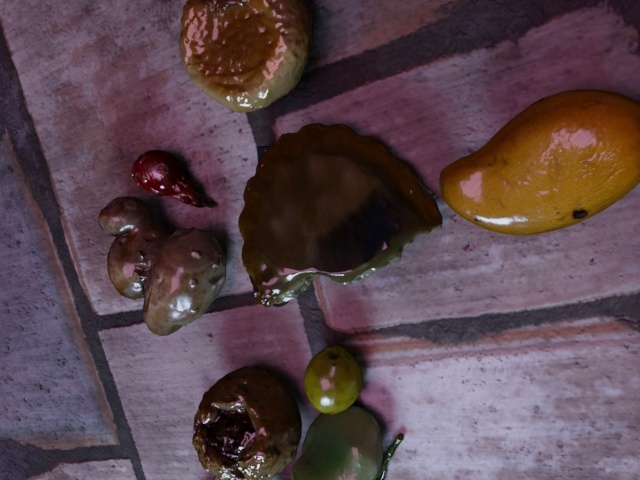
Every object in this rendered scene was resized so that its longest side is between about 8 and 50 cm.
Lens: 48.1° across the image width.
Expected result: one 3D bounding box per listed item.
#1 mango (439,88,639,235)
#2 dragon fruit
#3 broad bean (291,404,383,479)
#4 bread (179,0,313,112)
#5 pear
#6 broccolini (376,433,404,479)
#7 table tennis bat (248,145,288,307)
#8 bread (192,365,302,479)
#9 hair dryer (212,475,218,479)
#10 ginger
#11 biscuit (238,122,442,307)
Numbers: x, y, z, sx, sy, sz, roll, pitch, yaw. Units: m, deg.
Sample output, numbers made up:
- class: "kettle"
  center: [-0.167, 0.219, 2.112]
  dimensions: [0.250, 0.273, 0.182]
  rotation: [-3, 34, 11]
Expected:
- class: "mango"
  center: [0.315, -0.103, 1.000]
  dimensions: [0.295, 0.120, 0.177]
  rotation: [-23, 98, 37]
- class: "dragon fruit"
  center: [-0.290, -0.120, 1.413]
  dimensions: [0.191, 0.094, 0.094]
  rotation: [27, 117, 14]
- class: "broad bean"
  center: [0.033, 0.412, 1.338]
  dimensions: [0.169, 0.100, 0.227]
  rotation: [32, 113, 38]
- class: "bread"
  center: [-0.118, -0.338, 1.206]
  dimensions: [0.245, 0.134, 0.244]
  rotation: [7, 105, 30]
- class: "pear"
  center: [0.024, 0.255, 1.302]
  dimensions: [0.107, 0.107, 0.131]
  rotation: [17, 118, 28]
- class: "broccolini"
  center: [0.123, 0.415, 1.328]
  dimensions: [0.035, 0.030, 0.139]
  rotation: [22, 112, -13]
- class: "table tennis bat"
  center: [-0.098, -0.024, 1.319]
  dimensions: [0.173, 0.022, 0.301]
  rotation: [18, 114, 51]
- class: "bread"
  center: [-0.148, 0.361, 1.390]
  dimensions: [0.230, 0.123, 0.229]
  rotation: [-7, 73, 22]
- class: "hair dryer"
  center: [-0.154, 0.559, 1.533]
  dimensions: [0.320, 0.156, 0.284]
  rotation: [44, 144, 30]
- class: "ginger"
  center: [-0.332, 0.047, 1.440]
  dimensions: [0.304, 0.155, 0.244]
  rotation: [29, 119, 23]
- class: "biscuit"
  center: [0.007, -0.022, 1.178]
  dimensions: [0.329, 0.078, 0.335]
  rotation: [31, 93, 18]
